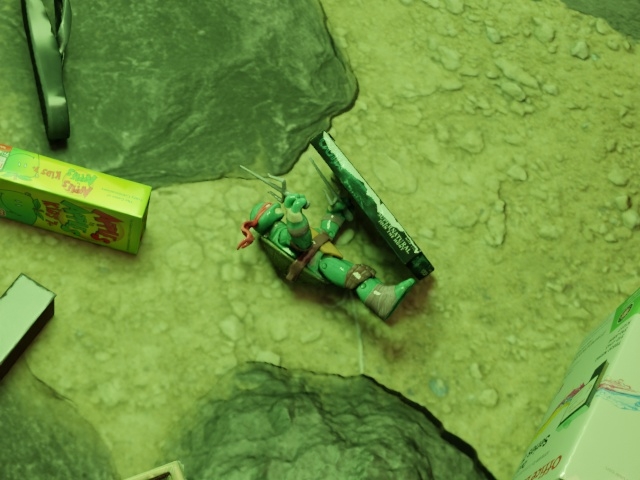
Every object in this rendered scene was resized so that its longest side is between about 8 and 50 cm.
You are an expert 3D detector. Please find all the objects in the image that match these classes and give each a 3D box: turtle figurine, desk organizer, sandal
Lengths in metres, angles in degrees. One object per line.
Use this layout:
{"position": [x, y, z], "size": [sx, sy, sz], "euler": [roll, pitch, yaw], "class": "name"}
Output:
{"position": [0.000, 0.000, 1.233], "size": [0.234, 0.118, 0.175], "euler": [38, 20, 6], "class": "turtle figurine"}
{"position": [-0.336, 0.104, 1.126], "size": [0.047, 0.050, 0.130], "euler": [32, 60, 4], "class": "desk organizer"}
{"position": [-0.325, -0.241, 1.293], "size": [0.054, 0.097, 0.255], "euler": [-10, 76, -17], "class": "sandal"}

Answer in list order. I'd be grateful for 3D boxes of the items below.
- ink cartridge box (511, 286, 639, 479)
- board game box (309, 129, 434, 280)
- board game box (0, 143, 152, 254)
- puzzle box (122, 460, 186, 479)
{"position": [0.318, 0.202, 1.150], "size": [0.117, 0.201, 0.278], "euler": [33, 61, 5], "class": "ink cartridge box"}
{"position": [0.063, -0.040, 1.259], "size": [0.026, 0.126, 0.186], "euler": [-38, 74, 4], "class": "board game box"}
{"position": [-0.285, -0.046, 1.194], "size": [0.181, 0.092, 0.043], "euler": [16, 60, -5], "class": "board game box"}
{"position": [-0.271, 0.389, 0.928], "size": [0.408, 0.052, 0.272], "euler": [-20, 74, -9], "class": "puzzle box"}
